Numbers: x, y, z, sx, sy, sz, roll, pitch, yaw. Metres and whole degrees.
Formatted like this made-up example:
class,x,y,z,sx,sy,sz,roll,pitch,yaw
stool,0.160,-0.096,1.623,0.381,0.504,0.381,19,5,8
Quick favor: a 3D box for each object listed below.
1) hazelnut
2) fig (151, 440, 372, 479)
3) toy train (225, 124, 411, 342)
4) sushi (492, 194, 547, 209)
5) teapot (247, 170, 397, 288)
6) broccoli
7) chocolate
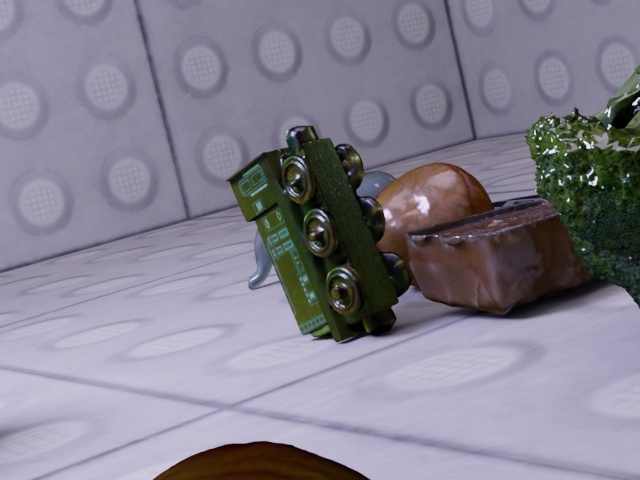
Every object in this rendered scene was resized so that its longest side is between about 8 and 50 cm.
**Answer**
class,x,y,z,sx,sy,sz,roll,pitch,yaw
hazelnut,0.130,-0.014,1.460,0.150,0.150,0.150,-13,7,2
fig,0.009,0.149,0.363,0.274,0.145,0.170,12,24,42
toy train,0.000,0.000,1.291,0.090,0.225,0.137,-16,-10,-40
sushi,0.327,-0.026,1.549,0.219,0.047,0.231,-10,10,-14
teapot,0.031,-0.023,1.778,0.294,0.129,0.193,-12,6,-5
broccoli,0.307,-0.066,0.928,0.321,0.283,0.304,7,0,13
chocolate,0.198,0.013,1.257,0.214,0.093,0.148,-16,6,-33
